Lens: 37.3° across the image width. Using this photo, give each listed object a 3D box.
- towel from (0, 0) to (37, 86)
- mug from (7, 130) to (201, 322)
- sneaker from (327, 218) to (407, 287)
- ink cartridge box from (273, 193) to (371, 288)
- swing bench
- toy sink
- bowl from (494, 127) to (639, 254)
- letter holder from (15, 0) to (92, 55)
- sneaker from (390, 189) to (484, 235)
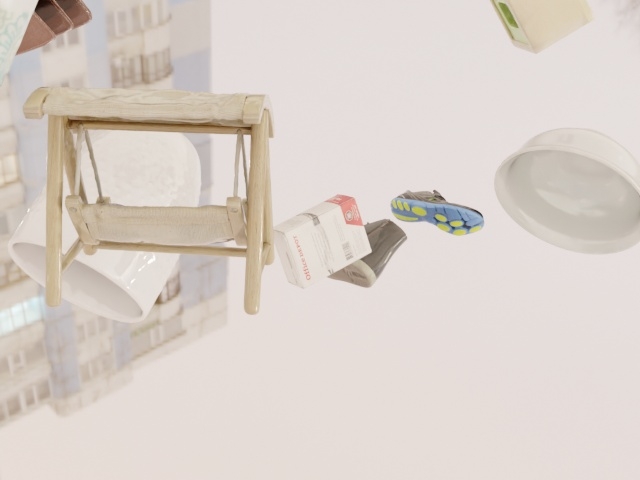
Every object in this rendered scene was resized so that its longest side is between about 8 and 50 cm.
[{"bbox_3d":[-0.479,-0.374,1.086,0.374,0.321,0.090,19,-168,-46],"label":"towel"},{"bbox_3d":[-0.401,-0.053,1.790,0.374,0.276,0.328,-8,-131,51],"label":"mug"},{"bbox_3d":[0.051,0.006,1.683,0.118,0.083,0.222,-44,-139,-22],"label":"sneaker"},{"bbox_3d":[0.000,0.000,1.484,0.135,0.099,0.056,-27,-159,-23],"label":"ink cartridge box"},{"bbox_3d":[-0.186,-0.063,1.108,0.253,0.255,0.165,3,-156,3],"label":"swing bench"},{"bbox_3d":[0.356,-0.465,1.676,0.131,0.234,0.153,-30,-163,5],"label":"toy sink"},{"bbox_3d":[0.489,-0.115,1.784,0.297,0.298,0.134,19,-120,21],"label":"bowl"},{"bbox_3d":[-0.668,-0.454,2.012,0.301,0.214,0.152,-9,-125,22],"label":"letter holder"},{"bbox_3d":[0.223,-0.062,1.783,0.188,0.067,0.078,15,-135,33],"label":"sneaker"}]
